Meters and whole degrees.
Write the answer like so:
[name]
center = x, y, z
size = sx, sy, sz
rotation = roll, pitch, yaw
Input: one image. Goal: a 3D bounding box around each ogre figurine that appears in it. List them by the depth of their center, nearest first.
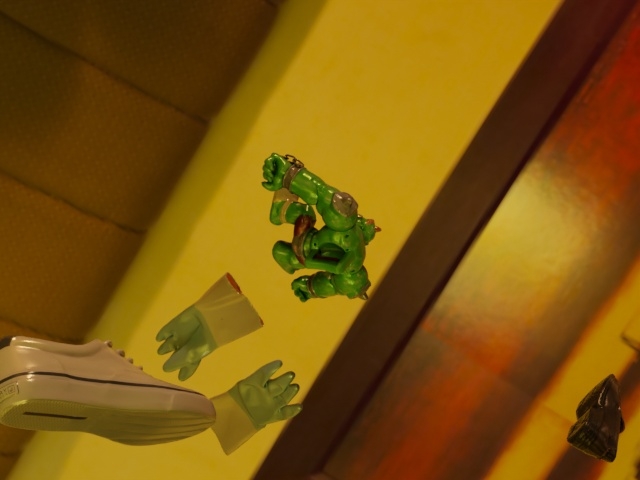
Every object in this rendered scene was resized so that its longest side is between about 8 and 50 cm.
[ogre figurine]
center = 0.000, 0.000, 1.200
size = 0.097, 0.118, 0.197
rotation = -21, 121, -48

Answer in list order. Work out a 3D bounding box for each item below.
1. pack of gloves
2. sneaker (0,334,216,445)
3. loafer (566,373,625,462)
[pack of gloves]
center = -0.133, 0.174, 1.366
size = 0.046, 0.195, 0.232
rotation = -30, 174, -43
[sneaker]
center = -0.210, 0.145, 1.070
size = 0.094, 0.258, 0.091
rotation = -34, -125, 29
[loafer]
center = 0.384, 0.242, 1.438
size = 0.062, 0.061, 0.170
rotation = -54, 174, 37
